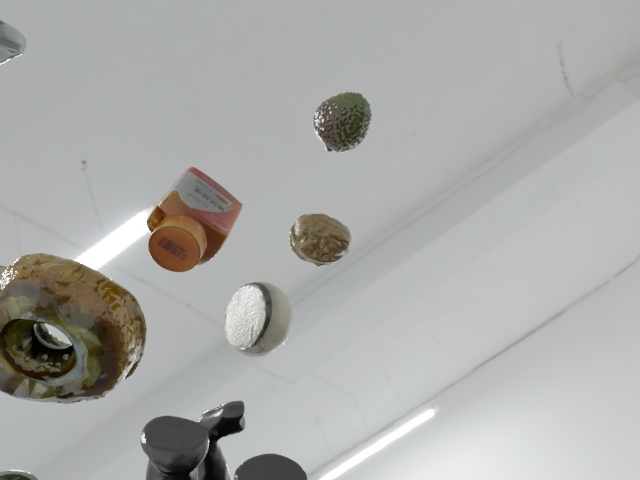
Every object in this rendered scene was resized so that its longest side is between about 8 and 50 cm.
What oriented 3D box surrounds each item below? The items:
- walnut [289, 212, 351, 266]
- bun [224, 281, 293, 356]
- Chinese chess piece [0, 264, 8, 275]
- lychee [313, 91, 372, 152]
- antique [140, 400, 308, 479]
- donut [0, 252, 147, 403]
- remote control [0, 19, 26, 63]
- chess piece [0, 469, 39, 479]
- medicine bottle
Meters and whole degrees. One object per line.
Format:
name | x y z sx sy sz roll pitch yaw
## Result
walnut | 0.000 0.000 1.022 0.096 0.082 0.079 23 -40 -13
bun | -0.130 0.182 1.526 0.120 0.172 0.173 22 -59 -43
Chinese chess piece | -0.739 0.178 1.509 0.097 0.250 0.250 -16 -33 13
lychee | 0.042 -0.231 1.321 0.114 0.114 0.146 -3 -26 -31
antique | -0.107 0.342 0.659 0.185 0.322 0.254 1 -64 -13
donut | -0.509 0.178 1.277 0.330 0.330 0.160 -39 6 13
remote control | -0.241 -0.097 0.393 0.184 0.027 0.050 -8 -21 38
chess piece | -0.614 0.586 1.329 0.139 0.139 0.271 -7 -48 -27
medicine bottle | -0.258 -0.036 1.337 0.149 0.222 0.112 38 -64 -13
